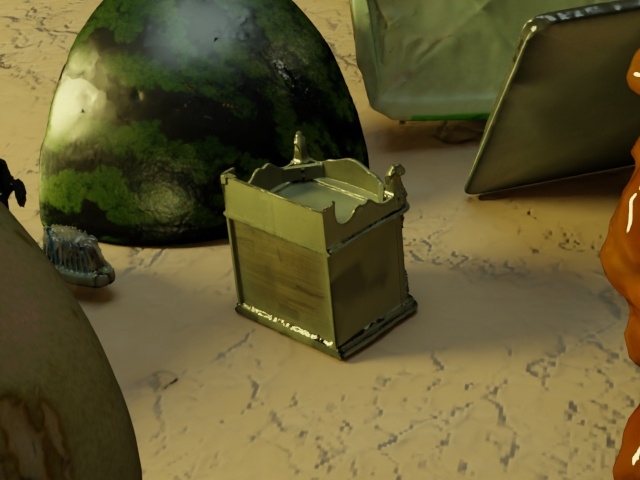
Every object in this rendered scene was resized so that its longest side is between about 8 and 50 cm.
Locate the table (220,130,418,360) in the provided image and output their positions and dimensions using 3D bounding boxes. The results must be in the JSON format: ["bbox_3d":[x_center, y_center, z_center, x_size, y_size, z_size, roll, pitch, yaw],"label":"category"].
[{"bbox_3d":[0.000,0.000,0.717,0.079,0.083,0.062,21,39,39],"label":"table"}]

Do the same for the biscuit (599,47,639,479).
[{"bbox_3d":[0.266,-0.027,0.517,0.318,0.312,0.110,4,2,6],"label":"biscuit"}]

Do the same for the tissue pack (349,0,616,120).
[{"bbox_3d":[0.177,-0.246,1.000,0.331,0.205,0.405,-4,30,2],"label":"tissue pack"}]

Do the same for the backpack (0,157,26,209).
[{"bbox_3d":[-0.232,0.020,0.701,0.120,0.106,0.165,23,52,5],"label":"backpack"}]

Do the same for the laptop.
[{"bbox_3d":[0.218,-0.090,0.773,0.269,0.188,0.015,-11,67,-10],"label":"laptop"}]

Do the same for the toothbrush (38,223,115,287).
[{"bbox_3d":[-0.225,-0.015,0.841,0.294,0.028,0.026,13,33,38],"label":"toothbrush"}]

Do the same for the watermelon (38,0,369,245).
[{"bbox_3d":[-0.084,-0.068,0.830,0.145,0.137,0.193,-31,81,-40],"label":"watermelon"}]

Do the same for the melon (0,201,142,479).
[{"bbox_3d":[-0.209,0.106,0.382,0.330,0.268,0.268,-27,36,-25],"label":"melon"}]
